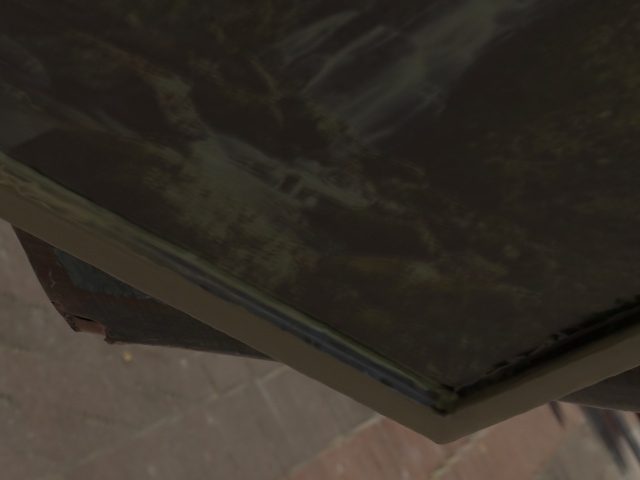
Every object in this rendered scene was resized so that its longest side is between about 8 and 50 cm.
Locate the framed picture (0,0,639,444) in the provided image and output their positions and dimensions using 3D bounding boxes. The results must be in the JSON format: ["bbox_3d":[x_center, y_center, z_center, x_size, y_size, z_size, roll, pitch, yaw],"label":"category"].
[{"bbox_3d":[0.003,-0.050,0.372,0.324,0.240,0.020,32,47,-33],"label":"framed picture"}]

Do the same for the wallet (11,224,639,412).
[{"bbox_3d":[0.000,0.001,0.685,0.044,0.317,0.169,-60,144,-35],"label":"wallet"}]
